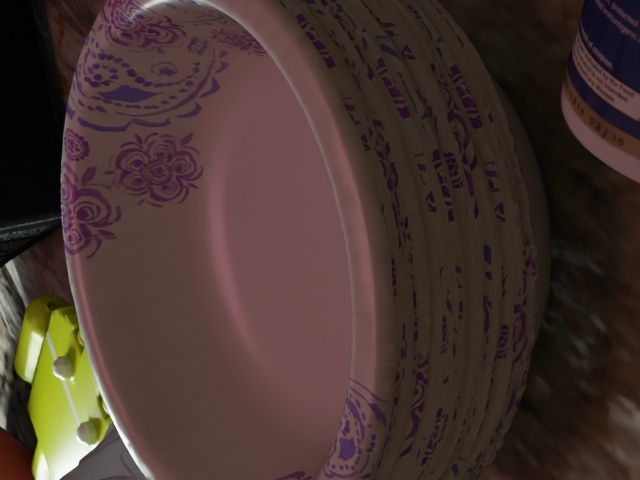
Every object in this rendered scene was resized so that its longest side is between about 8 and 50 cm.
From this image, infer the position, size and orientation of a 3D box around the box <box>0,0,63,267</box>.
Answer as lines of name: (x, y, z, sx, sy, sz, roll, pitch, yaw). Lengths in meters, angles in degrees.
box: (-0.463, -0.182, 1.574, 0.472, 0.297, 0.480, -22, 79, 63)

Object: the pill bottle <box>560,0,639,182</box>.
pill bottle: (0.144, -0.105, 0.578, 0.094, 0.094, 0.169, 54, 145, 43)

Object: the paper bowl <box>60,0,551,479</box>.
paper bowl: (0.000, 0.000, 0.833, 0.284, 0.148, 0.284, 18, 112, 53)

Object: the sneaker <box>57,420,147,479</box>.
sneaker: (-0.130, 0.231, 1.091, 0.137, 0.210, 0.366, 28, 127, 8)

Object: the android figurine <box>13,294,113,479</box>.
android figurine: (-0.191, 0.160, 1.420, 0.248, 0.056, 0.273, 66, 153, 27)

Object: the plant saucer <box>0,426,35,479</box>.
plant saucer: (-0.363, 0.164, 1.638, 0.258, 0.048, 0.259, 42, 167, -23)
